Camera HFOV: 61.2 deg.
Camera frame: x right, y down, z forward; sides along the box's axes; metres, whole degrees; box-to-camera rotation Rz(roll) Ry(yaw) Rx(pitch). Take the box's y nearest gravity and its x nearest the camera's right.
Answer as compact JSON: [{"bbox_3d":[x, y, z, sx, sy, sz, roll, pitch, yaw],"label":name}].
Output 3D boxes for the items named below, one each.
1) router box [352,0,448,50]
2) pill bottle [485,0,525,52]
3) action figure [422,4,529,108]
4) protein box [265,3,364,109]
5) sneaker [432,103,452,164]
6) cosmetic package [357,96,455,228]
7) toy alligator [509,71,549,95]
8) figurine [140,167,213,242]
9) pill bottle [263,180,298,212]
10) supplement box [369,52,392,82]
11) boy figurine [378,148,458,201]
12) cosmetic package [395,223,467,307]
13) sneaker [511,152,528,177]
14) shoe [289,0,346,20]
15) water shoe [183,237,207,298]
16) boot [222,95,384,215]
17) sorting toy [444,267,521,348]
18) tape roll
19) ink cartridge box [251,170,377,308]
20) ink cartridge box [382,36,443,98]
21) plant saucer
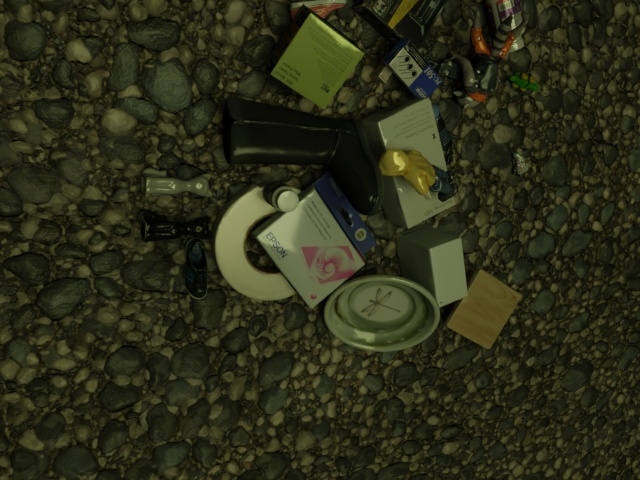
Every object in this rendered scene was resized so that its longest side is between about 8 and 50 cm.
[{"bbox_3d":[0.282,-0.794,1.717,0.243,0.081,0.309,32,90,-27],"label":"router box"},{"bbox_3d":[0.643,-0.754,1.865,0.108,0.108,0.193,-28,113,-14],"label":"pill bottle"},{"bbox_3d":[0.510,-0.598,1.802,0.341,0.178,0.330,-2,124,-18],"label":"action figure"},{"bbox_3d":[-0.020,-0.539,1.595,0.200,0.136,0.201,27,114,-27],"label":"protein box"},{"bbox_3d":[0.414,-0.369,1.894,0.090,0.081,0.232,-19,117,-20],"label":"sneaker"},{"bbox_3d":[0.293,-0.260,1.826,0.217,0.156,0.385,-28,112,-16],"label":"cosmetic package"},{"bbox_3d":[0.768,-0.584,1.999,0.190,0.056,0.051,12,59,-25],"label":"toy alligator"},{"bbox_3d":[-0.419,-0.103,1.605,0.209,0.092,0.215,-1,97,-28],"label":"figurine"},{"bbox_3d":[-0.118,-0.130,1.619,0.078,0.137,0.078,-7,108,-21],"label":"pill bottle"},{"bbox_3d":[0.213,-0.563,1.762,0.036,0.062,0.098,36,89,-28],"label":"supplement box"},{"bbox_3d":[0.302,-0.204,1.677,0.285,0.177,0.092,14,141,-32],"label":"boy figurine"},{"bbox_3d":[0.393,0.085,1.923,0.138,0.225,0.224,-18,111,-17],"label":"cosmetic package"},{"bbox_3d":[0.753,-0.283,2.079,0.069,0.038,0.098,-47,116,-6],"label":"sneaker"},{"bbox_3d":[-0.004,-0.684,1.640,0.178,0.063,0.081,-13,110,-14],"label":"shoe"},{"bbox_3d":[-0.386,0.095,1.677,0.073,0.080,0.203,-9,107,-20],"label":"water shoe"},{"bbox_3d":[-0.059,-0.244,1.600,0.445,0.367,0.146,5,141,-27],"label":"boot"},{"bbox_3d":[0.626,0.263,2.146,0.257,0.089,0.255,30,92,-27],"label":"sorting toy"},{"bbox_3d":[-0.158,0.003,1.755,0.392,0.072,0.392,-6,107,-21],"label":"tape roll"},{"bbox_3d":[0.000,0.000,1.745,0.330,0.071,0.324,-40,115,-8],"label":"ink cartridge box"},{"bbox_3d":[0.300,-0.545,1.745,0.097,0.046,0.207,-49,130,10],"label":"ink cartridge box"},{"bbox_3d":[0.213,0.236,1.897,0.400,0.100,0.400,3,133,4],"label":"plant saucer"}]
